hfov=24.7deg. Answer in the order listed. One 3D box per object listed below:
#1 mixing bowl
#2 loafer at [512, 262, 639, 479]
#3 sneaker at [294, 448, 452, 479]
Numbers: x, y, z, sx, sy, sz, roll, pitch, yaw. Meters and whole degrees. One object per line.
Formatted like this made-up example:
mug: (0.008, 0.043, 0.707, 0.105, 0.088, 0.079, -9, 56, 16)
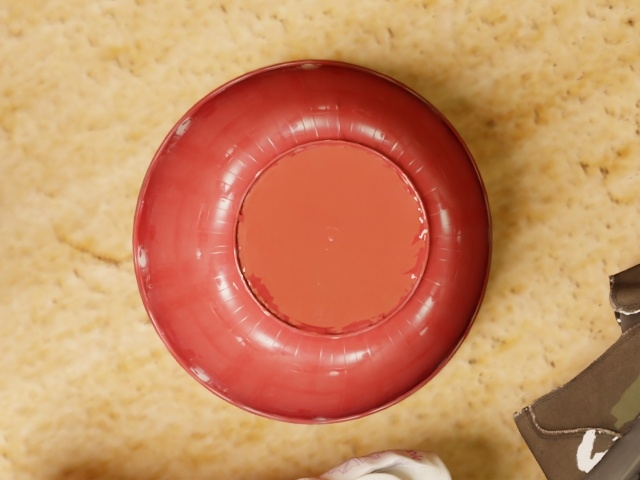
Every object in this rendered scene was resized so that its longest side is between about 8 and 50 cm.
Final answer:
mixing bowl: (0.000, 0.000, 0.682, 0.181, 0.098, 0.181, 0, 89, -4)
loafer: (0.174, 0.033, 0.701, 0.078, 0.080, 0.220, 41, 86, 20)
sneaker: (-0.024, 0.153, 0.683, 0.305, 0.114, 0.152, 21, 80, -12)
